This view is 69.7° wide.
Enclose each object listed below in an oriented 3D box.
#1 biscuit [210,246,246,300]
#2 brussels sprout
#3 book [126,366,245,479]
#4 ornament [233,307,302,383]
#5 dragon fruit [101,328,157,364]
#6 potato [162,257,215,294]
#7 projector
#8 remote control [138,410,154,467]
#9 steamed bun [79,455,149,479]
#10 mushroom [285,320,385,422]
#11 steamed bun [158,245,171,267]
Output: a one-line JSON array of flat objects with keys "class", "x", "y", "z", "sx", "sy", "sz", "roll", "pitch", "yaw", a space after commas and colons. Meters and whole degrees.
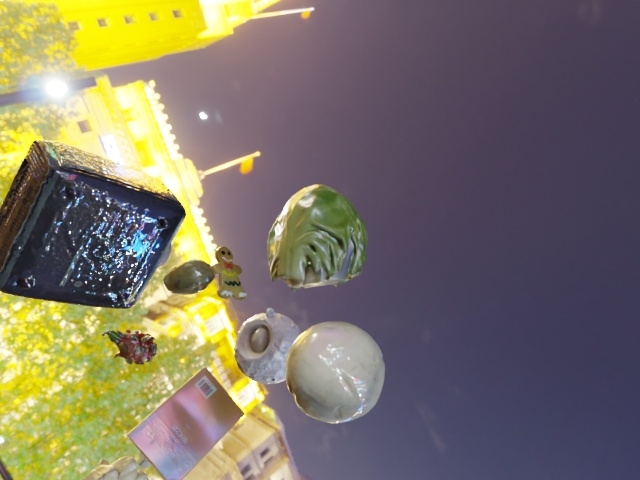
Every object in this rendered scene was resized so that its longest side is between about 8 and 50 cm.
[{"class": "biscuit", "x": -0.383, "y": 0.133, "z": 1.907, "sx": 0.035, "sy": 0.158, "sz": 0.240, "roll": -28, "pitch": -111, "yaw": 32}, {"class": "brussels sprout", "x": -0.010, "y": -0.016, "z": 1.670, "sx": 0.343, "sy": 0.425, "sz": 0.360, "roll": -12, "pitch": -101, "yaw": 16}, {"class": "book", "x": -0.508, "y": 0.711, "z": 1.780, "sx": 0.262, "sy": 0.374, "sz": 0.028, "roll": 51, "pitch": -36, "yaw": -1}, {"class": "ornament", "x": -0.234, "y": 0.510, "z": 2.173, "sx": 0.337, "sy": 0.337, "sz": 0.336, "roll": 29, "pitch": -46, "yaw": 35}, {"class": "dragon fruit", "x": -0.788, "y": 0.435, "z": 1.895, "sx": 0.135, "sy": 0.236, "sz": 0.137, "roll": -6, "pitch": -113, "yaw": 51}, {"class": "potato", "x": -0.572, "y": 0.160, "z": 1.999, "sx": 0.178, "sy": 0.235, "sz": 0.160, "roll": 52, "pitch": 22, "yaw": -60}, {"class": "projector", "x": -0.663, "y": -0.028, "z": 1.313, "sx": 0.242, "sy": 0.405, "sz": 0.395, "roll": 43, "pitch": -76, "yaw": 39}, {"class": "remote control", "x": -0.750, "y": 0.864, "z": 2.000, "sx": 0.090, "sy": 0.049, "sz": 0.230, "roll": -41, "pitch": -144, "yaw": 20}, {"class": "steamed bun", "x": -0.674, "y": 0.809, "z": 1.391, "sx": 0.137, "sy": 0.292, "sz": 0.295, "roll": 10, "pitch": -55, "yaw": 28}, {"class": "mushroom", "x": 0.072, "y": 0.405, "z": 1.456, "sx": 0.315, "sy": 0.356, "sz": 0.314, "roll": -3, "pitch": -94, "yaw": 46}, {"class": "steamed bun", "x": -0.942, "y": 0.026, "z": 2.471, "sx": 0.282, "sy": 0.283, "sz": 0.177, "roll": 61, "pitch": -29, "yaw": -1}]
